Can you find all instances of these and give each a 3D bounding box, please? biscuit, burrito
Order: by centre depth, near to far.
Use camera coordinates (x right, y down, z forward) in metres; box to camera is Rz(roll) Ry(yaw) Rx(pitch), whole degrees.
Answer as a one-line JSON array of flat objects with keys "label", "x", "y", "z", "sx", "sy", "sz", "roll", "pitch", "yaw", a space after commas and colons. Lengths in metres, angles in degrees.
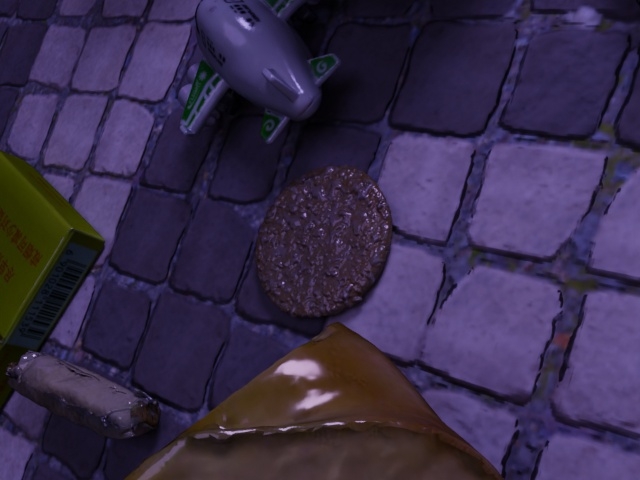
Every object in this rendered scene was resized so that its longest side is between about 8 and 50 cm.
[{"label": "biscuit", "x": 0.000, "y": 0.000, "z": 0.559, "sx": 0.120, "sy": 0.015, "sz": 0.120, "roll": -12, "pitch": 67, "yaw": 31}, {"label": "burrito", "x": -0.202, "y": 0.130, "z": 0.639, "sx": 0.185, "sy": 0.041, "sz": 0.045, "roll": 12, "pitch": 38, "yaw": 38}]

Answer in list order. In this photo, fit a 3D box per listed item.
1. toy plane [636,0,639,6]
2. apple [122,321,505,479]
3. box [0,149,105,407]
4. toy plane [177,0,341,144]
[{"label": "toy plane", "x": 0.194, "y": -0.179, "z": 0.465, "sx": 0.054, "sy": 0.062, "sz": 0.167, "roll": -52, "pitch": 42, "yaw": 8}, {"label": "apple", "x": -0.055, "y": 0.198, "z": 0.379, "sx": 0.309, "sy": 0.252, "sz": 0.314, "roll": -34, "pitch": 37, "yaw": -8}, {"label": "box", "x": -0.354, "y": 0.092, "z": 0.755, "sx": 0.187, "sy": 0.047, "sz": 0.335, "roll": 36, "pitch": 94, "yaw": 38}, {"label": "toy plane", "x": -0.052, "y": -0.150, "z": 0.613, "sx": 0.174, "sy": 0.080, "sz": 0.174, "roll": -15, "pitch": 63, "yaw": 32}]
